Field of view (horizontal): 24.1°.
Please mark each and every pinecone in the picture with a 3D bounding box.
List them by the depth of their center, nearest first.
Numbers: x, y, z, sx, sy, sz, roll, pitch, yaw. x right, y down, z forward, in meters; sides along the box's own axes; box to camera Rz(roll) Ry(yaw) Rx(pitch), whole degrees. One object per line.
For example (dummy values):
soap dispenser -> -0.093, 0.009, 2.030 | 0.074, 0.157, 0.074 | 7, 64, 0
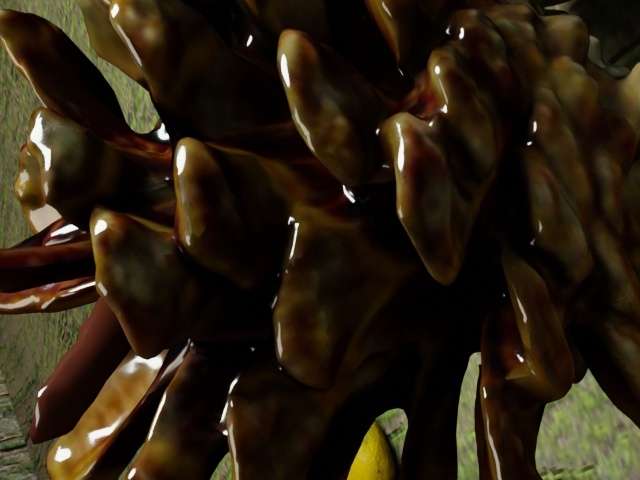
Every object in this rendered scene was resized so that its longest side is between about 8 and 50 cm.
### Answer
pinecone -> -0.002, 0.002, 0.434 | 0.229, 0.201, 0.202 | 56, 169, -6

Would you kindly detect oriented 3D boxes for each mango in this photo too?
mango -> 0.009, 0.130, 0.920 | 0.114, 0.057, 0.079 | -125, 19, -50

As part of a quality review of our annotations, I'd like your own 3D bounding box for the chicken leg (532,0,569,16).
chicken leg -> 0.073, -0.148, 0.398 | 0.201, 0.152, 0.429 | 59, 166, 11
